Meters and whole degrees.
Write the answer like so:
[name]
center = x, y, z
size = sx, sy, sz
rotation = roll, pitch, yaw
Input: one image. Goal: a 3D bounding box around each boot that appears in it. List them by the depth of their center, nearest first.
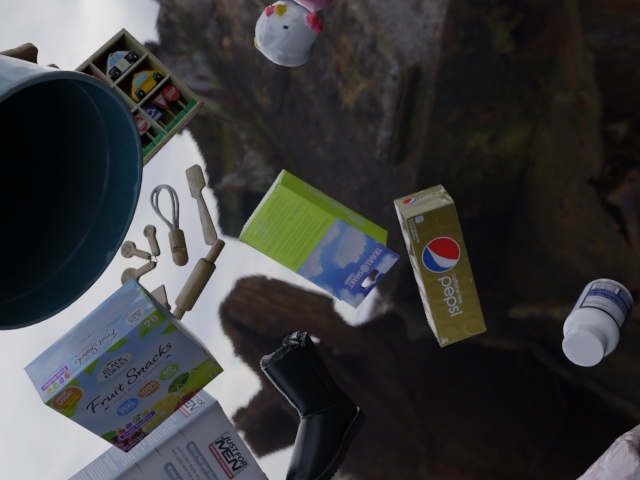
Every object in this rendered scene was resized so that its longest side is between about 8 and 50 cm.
[boot]
center = -0.038, 0.284, 1.588
size = 0.094, 0.207, 0.246
rotation = -31, 9, 35

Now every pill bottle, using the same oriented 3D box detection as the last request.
[pill bottle]
center = 0.475, 0.144, 1.638
size = 0.169, 0.094, 0.094
rotation = -42, -27, -50

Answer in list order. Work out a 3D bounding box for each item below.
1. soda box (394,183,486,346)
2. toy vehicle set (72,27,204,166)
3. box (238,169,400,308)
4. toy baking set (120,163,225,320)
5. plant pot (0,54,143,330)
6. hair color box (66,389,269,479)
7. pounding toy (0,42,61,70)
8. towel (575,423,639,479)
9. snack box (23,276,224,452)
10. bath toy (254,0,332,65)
[soda box]
center = 0.142, 0.031, 1.122
size = 0.058, 0.061, 0.181
rotation = -112, 3, -64
[toy vehicle set]
center = -0.307, -0.173, 1.375
size = 0.035, 0.166, 0.267
rotation = -37, 14, 52
[box]
center = 0.000, 0.000, 1.202
size = 0.109, 0.178, 0.042
rotation = -53, 12, 31
[toy baking set]
center = -0.236, 0.012, 1.500
size = 0.256, 0.197, 0.030
rotation = -55, -33, 10
[plant pot]
center = -0.373, -0.081, 0.998
size = 0.272, 0.255, 0.271
rotation = -40, -37, -39
[hair color box]
center = -0.290, 0.429, 1.556
size = 0.374, 0.185, 0.114
rotation = -36, 21, -18
[pounding toy]
center = -0.569, -0.235, 1.724
size = 0.269, 0.155, 0.154
rotation = -38, -14, -48
[towel]
center = 0.270, 0.302, 0.994
size = 0.317, 0.053, 0.331
rotation = -5, -49, -56
[snack box]
center = -0.243, 0.165, 1.208
size = 0.174, 0.070, 0.207
rotation = -41, -35, -4
[bath toy]
center = -0.011, -0.447, 1.521
size = 0.129, 0.151, 0.348
rotation = -12, 55, 57
